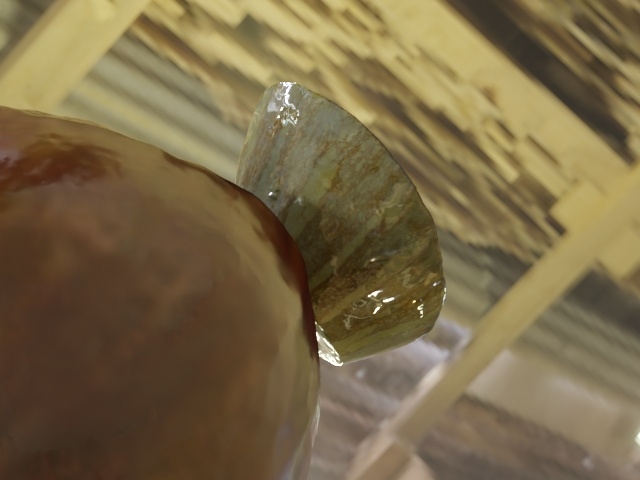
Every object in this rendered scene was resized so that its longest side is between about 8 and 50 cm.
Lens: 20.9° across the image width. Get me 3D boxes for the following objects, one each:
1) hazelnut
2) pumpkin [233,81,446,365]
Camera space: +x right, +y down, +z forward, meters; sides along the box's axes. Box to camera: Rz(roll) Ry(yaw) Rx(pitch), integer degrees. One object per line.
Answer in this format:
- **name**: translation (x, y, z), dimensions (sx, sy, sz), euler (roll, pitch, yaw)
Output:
- **hazelnut**: translation (-0.206, 0.099, 1.129), dimensions (0.420, 0.353, 0.421), euler (22, -136, -22)
- **pumpkin**: translation (-0.011, 0.006, 1.281), dimensions (0.217, 0.110, 0.217), euler (38, 152, 24)
